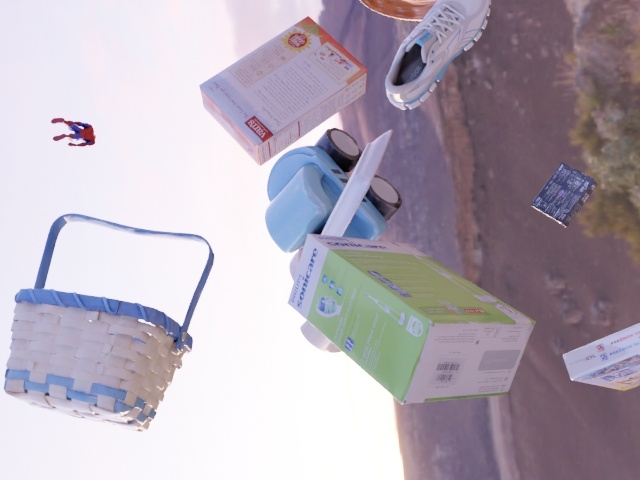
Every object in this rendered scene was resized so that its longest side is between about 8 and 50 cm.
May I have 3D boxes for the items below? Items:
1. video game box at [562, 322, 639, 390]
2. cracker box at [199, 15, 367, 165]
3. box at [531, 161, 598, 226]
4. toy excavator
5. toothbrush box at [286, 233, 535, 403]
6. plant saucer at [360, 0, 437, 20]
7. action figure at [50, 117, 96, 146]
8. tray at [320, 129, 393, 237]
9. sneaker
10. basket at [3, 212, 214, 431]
[{"bbox_3d":[0.497,0.170,1.190,0.205,0.187,0.048,19,-132,-46],"label":"video game box"},{"bbox_3d":[-0.059,-0.248,1.292,0.156,0.232,0.067,47,161,21],"label":"cracker box"},{"bbox_3d":[0.378,-0.071,1.223,0.018,0.083,0.067,29,-172,-46],"label":"box"},{"bbox_3d":[0.000,0.000,1.680,0.433,0.222,0.445,50,-146,10],"label":"toy excavator"},{"bbox_3d":[0.120,0.102,1.113,0.283,0.206,0.122,36,115,47],"label":"toothbrush box"},{"bbox_3d":[0.159,-0.427,1.316,0.200,0.199,0.037,50,-135,-78],"label":"plant saucer"},{"bbox_3d":[-0.345,-0.151,1.112,0.115,0.030,0.038,-9,-92,-79],"label":"action figure"},{"bbox_3d":[0.042,-0.056,1.308,0.270,0.030,0.145,118,177,-47],"label":"tray"},{"bbox_3d":[0.144,-0.248,0.972,0.191,0.071,0.083,-57,-14,10],"label":"sneaker"},{"bbox_3d":[-0.306,0.108,1.123,0.201,0.254,0.289,66,-144,-68],"label":"basket"}]
